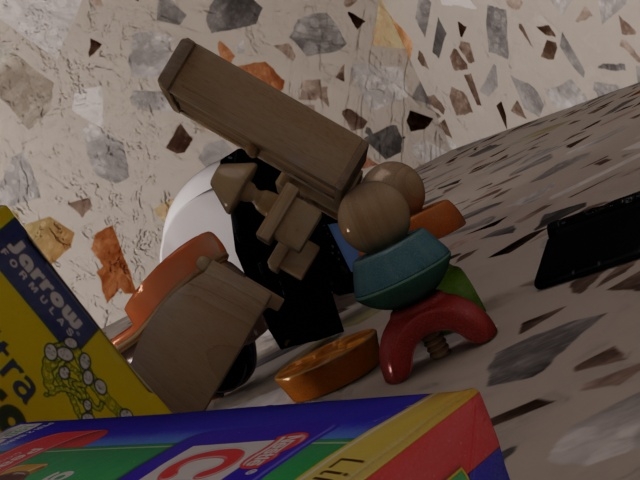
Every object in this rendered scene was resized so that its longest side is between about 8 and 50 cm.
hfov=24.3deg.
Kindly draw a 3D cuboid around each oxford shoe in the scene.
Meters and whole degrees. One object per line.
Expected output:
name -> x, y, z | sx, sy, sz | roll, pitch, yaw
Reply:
oxford shoe -> -0.152, 0.129, 1.585 | 0.130, 0.133, 0.364 | -38, -9, -28

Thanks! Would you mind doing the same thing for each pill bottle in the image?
pill bottle -> -0.069, -0.006, 1.900 | 0.229, 0.229, 0.407 | -25, 4, 12

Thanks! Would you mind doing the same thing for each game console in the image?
game console -> 0.263, 0.004, 1.315 | 0.107, 0.071, 0.122 | 13, -25, -43
game console -> 0.000, 0.000, 1.669 | 0.044, 0.213, 0.361 | -20, -5, 23

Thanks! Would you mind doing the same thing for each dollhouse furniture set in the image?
dollhouse furniture set -> -0.123, 0.037, 1.234 | 0.355, 0.174, 0.303 | -59, -3, -4

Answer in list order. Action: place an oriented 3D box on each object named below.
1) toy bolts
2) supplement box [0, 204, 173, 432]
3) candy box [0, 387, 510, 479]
toy bolts -> 0.038, 0.031, 1.284 | 0.218, 0.158, 0.228 | -26, 4, -4
supplement box -> -0.311, 0.165, 1.015 | 0.356, 0.194, 0.195 | -31, 12, 32
candy box -> -0.115, 0.169, 0.560 | 0.317, 0.122, 0.268 | -8, 15, 46
